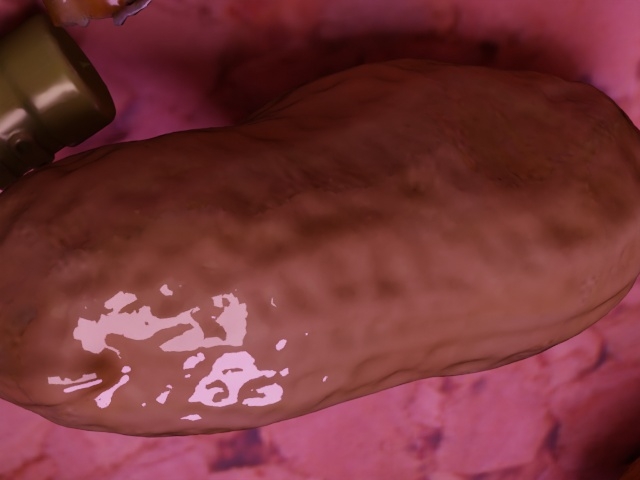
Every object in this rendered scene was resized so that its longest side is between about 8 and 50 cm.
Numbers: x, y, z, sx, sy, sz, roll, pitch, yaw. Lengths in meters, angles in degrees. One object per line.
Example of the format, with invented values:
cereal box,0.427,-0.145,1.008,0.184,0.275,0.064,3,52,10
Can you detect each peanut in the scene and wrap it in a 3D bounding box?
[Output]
peanut,0.000,0.000,0.638,0.319,0.147,0.147,-13,135,-26

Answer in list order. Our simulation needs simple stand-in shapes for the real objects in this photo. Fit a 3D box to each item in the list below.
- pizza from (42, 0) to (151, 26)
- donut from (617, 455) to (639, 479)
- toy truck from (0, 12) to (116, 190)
pizza,-0.023,-0.221,0.502,0.182,0.074,0.365,5,128,-16
donut,0.272,0.199,0.870,0.261,0.128,0.208,19,87,-29
toy truck,-0.202,-0.031,0.586,0.187,0.148,0.210,-43,153,18
